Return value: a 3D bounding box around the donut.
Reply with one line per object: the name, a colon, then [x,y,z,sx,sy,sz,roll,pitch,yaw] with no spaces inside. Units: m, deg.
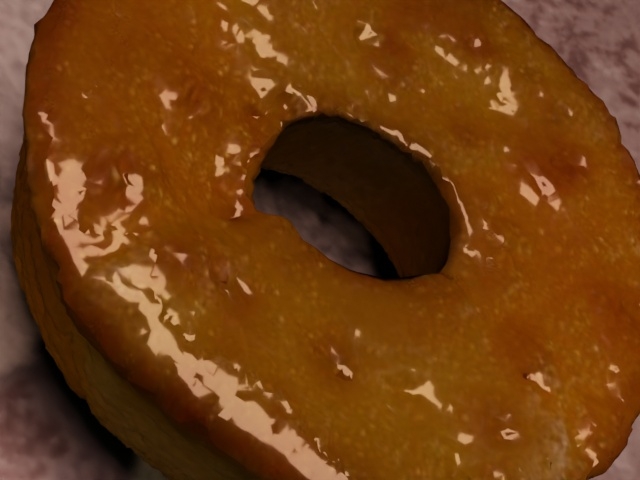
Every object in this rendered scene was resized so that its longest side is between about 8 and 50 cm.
donut: [0.000,0.000,0.794,0.303,0.110,0.303,14,57,-22]
